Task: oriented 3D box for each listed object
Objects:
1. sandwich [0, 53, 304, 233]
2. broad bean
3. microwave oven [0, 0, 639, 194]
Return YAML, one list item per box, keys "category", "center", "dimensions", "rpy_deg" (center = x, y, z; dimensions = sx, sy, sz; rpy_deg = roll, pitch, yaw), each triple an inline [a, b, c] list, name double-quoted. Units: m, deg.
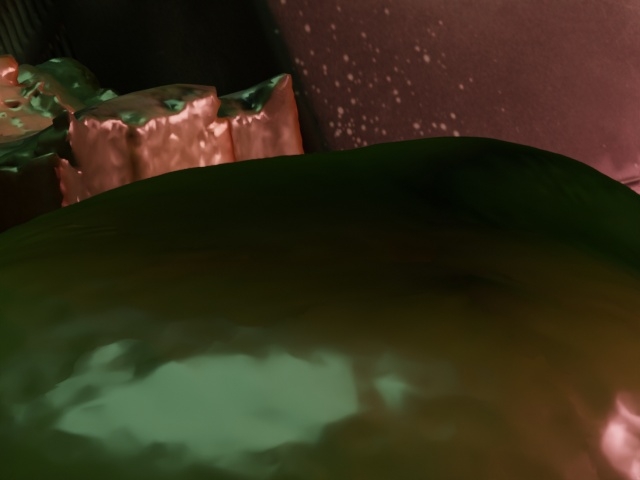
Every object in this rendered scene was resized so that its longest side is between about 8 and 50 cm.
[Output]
- category: "sandwich"
  center: [-0.126, 0.034, 0.701]
  dimensions: [0.227, 0.198, 0.155]
  rpy_deg: [-6, 5, 32]
- category: "broad bean"
  center: [0.013, 0.047, 0.506]
  dimensions: [0.238, 0.119, 0.291]
  rpy_deg: [19, 21, 24]
- category: "microwave oven"
  center: [0.088, -0.114, 0.928]
  dimensions: [0.432, 0.374, 0.236]
  rpy_deg: [-13, -16, -34]
